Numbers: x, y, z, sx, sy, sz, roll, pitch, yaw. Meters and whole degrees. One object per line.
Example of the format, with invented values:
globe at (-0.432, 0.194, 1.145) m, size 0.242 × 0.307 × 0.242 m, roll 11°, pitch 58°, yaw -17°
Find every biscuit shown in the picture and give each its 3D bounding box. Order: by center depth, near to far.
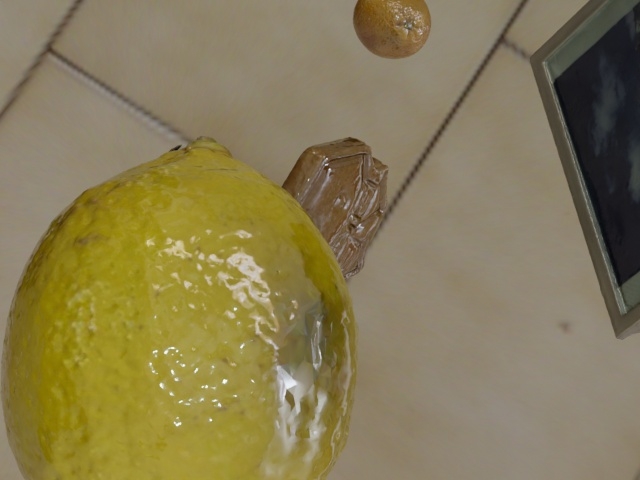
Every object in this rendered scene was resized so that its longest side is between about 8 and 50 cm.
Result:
biscuit at (0.002, 0.001, 1.505) m, size 0.034 × 0.215 × 0.182 m, roll 35°, pitch 91°, yaw 23°

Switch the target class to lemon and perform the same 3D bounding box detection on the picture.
lemon at (-0.097, 0.076, 1.197) m, size 0.253 × 0.253 × 0.310 m, roll 4°, pitch 80°, yaw -5°

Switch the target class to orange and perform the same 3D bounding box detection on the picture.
orange at (0.071, -0.217, 1.705) m, size 0.085 × 0.085 × 0.085 m, roll 0°, pitch 90°, yaw -5°

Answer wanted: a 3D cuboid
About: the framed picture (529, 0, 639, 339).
framed picture at (0.261, -0.091, 1.325) m, size 0.019 × 0.209 × 0.281 m, roll 12°, pitch 50°, yaw -33°
